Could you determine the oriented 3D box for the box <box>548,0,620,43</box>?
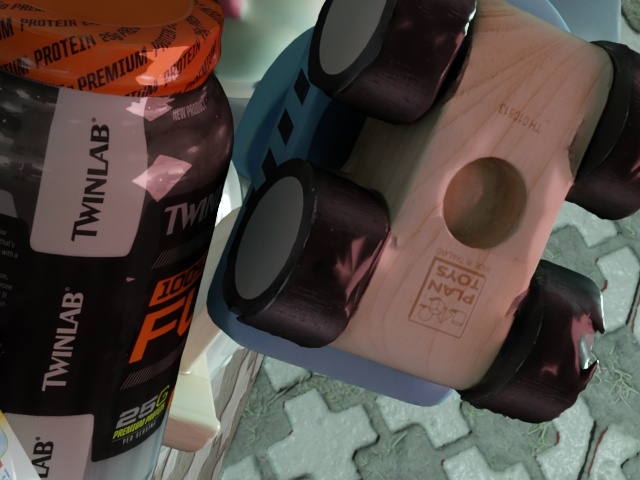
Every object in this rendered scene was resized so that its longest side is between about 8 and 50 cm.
[{"bbox_3d":[0.099,-0.289,1.358,0.294,0.183,0.296,-3,-96,52],"label":"box"}]

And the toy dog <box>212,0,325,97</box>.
[{"bbox_3d":[-0.041,-0.303,1.163,0.395,0.285,0.407,-102,-153,-65],"label":"toy dog"}]

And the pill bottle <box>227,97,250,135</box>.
[{"bbox_3d":[-0.014,-0.258,1.583,0.204,0.204,0.361,91,19,-70],"label":"pill bottle"}]

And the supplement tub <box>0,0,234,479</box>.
[{"bbox_3d":[-0.172,-0.001,0.962,0.207,0.207,0.338,-60,167,-61],"label":"supplement tub"}]

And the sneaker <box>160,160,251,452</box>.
[{"bbox_3d":[-0.065,0.072,1.537,0.169,0.258,0.447,68,-32,31],"label":"sneaker"}]

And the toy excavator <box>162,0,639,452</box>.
[{"bbox_3d":[0.000,0.000,1.119,0.433,0.222,0.445,-67,-157,5],"label":"toy excavator"}]

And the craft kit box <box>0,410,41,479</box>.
[{"bbox_3d":[-0.247,0.127,0.772,0.246,0.061,0.250,68,25,-21],"label":"craft kit box"}]
